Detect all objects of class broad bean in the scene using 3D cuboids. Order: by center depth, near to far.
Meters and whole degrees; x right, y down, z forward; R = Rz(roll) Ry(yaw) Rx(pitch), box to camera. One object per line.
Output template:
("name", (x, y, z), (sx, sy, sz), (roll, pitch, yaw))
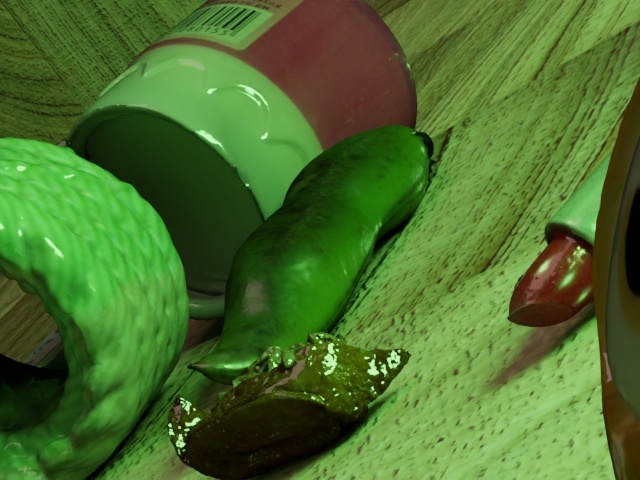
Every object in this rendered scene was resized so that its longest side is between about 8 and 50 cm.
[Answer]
("broad bean", (0.000, 0.000, 1.073), (0.077, 0.061, 0.339), (8, 32, 20))

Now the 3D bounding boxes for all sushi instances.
("sushi", (-0.016, 0.076, 0.862), (0.120, 0.052, 0.055), (-31, 27, 37))

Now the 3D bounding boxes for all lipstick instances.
("lipstick", (0.144, -0.026, 0.781), (0.186, 0.057, 0.063), (-47, 13, -18))

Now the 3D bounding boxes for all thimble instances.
("thimble", (-0.192, 0.050, 1.118), (0.219, 0.219, 0.150), (-32, 10, 25))

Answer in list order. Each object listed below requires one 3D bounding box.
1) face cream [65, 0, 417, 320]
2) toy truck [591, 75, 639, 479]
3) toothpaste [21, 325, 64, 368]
("face cream", (-0.053, -0.067, 1.228), (0.175, 0.175, 0.195), (-25, 15, 46))
("toy truck", (0.167, -0.030, 0.313), (0.288, 0.211, 0.204), (-36, 9, -11))
("toothpaste", (-0.187, 0.082, 1.392), (0.047, 0.040, 0.196), (-22, 18, 40))
